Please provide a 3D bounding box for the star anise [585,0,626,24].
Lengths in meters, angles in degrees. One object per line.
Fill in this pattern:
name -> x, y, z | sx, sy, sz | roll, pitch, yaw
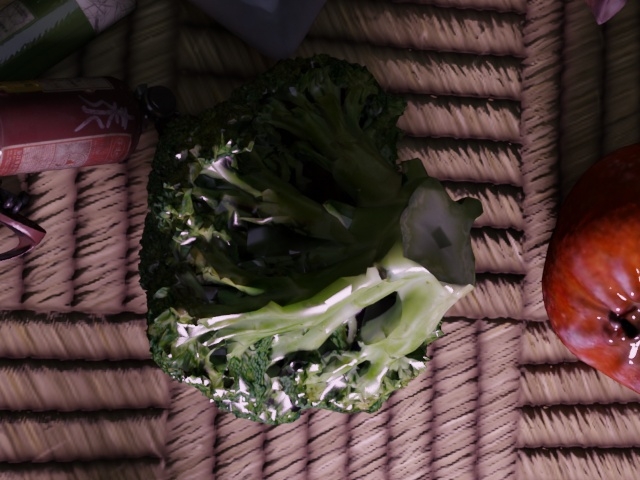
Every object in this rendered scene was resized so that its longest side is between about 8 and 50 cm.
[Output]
star anise -> 0.282, -0.311, 1.013 | 0.257, 0.110, 0.198 | -24, 88, -40

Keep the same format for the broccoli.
broccoli -> 0.000, 0.000, 0.874 | 0.307, 0.275, 0.308 | 11, 72, -37

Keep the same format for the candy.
candy -> -0.041, -0.259, 0.955 | 0.138, 0.071, 0.174 | 34, 82, -14

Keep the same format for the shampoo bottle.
shampoo bottle -> -0.250, -0.160, 0.903 | 0.204, 0.065, 0.065 | -38, 100, -13

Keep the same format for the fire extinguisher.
fire extinguisher -> -0.197, -0.079, 0.898 | 0.252, 0.075, 0.106 | -10, 93, -42

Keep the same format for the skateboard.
skateboard -> -0.299, -0.024, 0.892 | 0.151, 0.067, 0.080 | 29, 92, -18

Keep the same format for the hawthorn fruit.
hawthorn fruit -> 0.333, 0.008, 0.993 | 0.242, 0.242, 0.271 | 55, 45, -9
